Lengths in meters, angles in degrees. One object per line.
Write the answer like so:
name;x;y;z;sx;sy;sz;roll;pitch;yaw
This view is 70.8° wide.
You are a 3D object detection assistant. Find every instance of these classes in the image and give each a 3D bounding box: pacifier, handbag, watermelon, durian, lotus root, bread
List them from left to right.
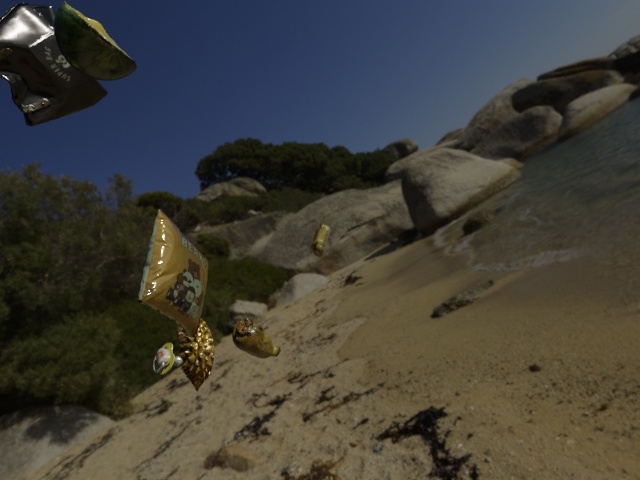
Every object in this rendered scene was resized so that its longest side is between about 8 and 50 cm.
handbag;-0.868;-0.530;1.390;0.152;0.342;0.288;-2;41;30
watermelon;-0.581;-0.484;1.140;0.127;0.232;0.204;-46;-28;0
pacifier;-0.369;0.294;1.098;0.068;0.064;0.083;-48;40;11
durian;-0.525;0.424;1.841;0.112;0.341;0.191;7;-53;-32
lotus root;-0.197;0.318;1.397;0.095;0.190;0.108;-34;39;3
bread;0.000;0.000;1.021;0.088;0.034;0.049;-71;-10;-45

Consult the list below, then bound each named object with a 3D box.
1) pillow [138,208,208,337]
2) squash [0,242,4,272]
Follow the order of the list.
pillow;-0.450;0.112;1.416;0.119;0.312;0.310;-12;-34;15
squash;-1.259;0.046;1.626;0.165;0.252;0.252;-13;-9;-19
